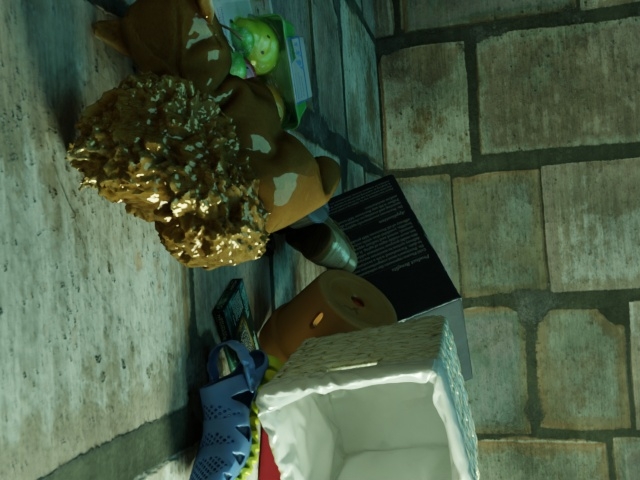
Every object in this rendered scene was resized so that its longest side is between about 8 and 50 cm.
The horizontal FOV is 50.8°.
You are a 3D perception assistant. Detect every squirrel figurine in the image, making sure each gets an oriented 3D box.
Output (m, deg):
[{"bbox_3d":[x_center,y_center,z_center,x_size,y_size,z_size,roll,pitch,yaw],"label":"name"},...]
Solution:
[{"bbox_3d":[-0.173,-0.169,0.962,0.397,0.280,0.371,-67,142,-63],"label":"squirrel figurine"}]

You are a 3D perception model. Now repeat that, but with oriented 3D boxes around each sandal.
[{"bbox_3d":[-0.169,0.299,1.183,0.138,0.126,0.317,52,30,-28],"label":"sandal"}]

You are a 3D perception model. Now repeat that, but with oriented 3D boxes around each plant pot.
[{"bbox_3d":[0.036,0.203,1.495,0.204,0.290,0.291,-57,-178,26],"label":"plant pot"}]

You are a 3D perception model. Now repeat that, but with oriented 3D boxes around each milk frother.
[{"bbox_3d":[-0.070,-0.040,1.580,0.129,0.134,0.143,9,72,-43],"label":"milk frother"}]

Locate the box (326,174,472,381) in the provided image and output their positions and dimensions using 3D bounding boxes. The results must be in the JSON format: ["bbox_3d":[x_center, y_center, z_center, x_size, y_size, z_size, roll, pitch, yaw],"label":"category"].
[{"bbox_3d":[0.200,0.160,1.960,0.480,0.297,0.472,68,1,-52],"label":"box"}]

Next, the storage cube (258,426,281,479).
[{"bbox_3d":[-0.023,0.523,1.518,0.215,0.183,0.193,55,34,-63],"label":"storage cube"}]

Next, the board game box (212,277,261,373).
[{"bbox_3d":[-0.166,0.187,1.367,0.126,0.026,0.186,-67,150,-61],"label":"board game box"}]

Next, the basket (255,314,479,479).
[{"bbox_3d":[0.106,0.339,1.233,0.266,0.328,0.332,-52,128,-68],"label":"basket"}]

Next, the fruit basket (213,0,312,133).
[{"bbox_3d":[-0.141,-0.314,1.334,0.353,0.165,0.327,-51,136,-64],"label":"fruit basket"}]

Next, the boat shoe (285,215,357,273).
[{"bbox_3d":[0.000,0.000,1.670,0.110,0.122,0.341,35,9,-22],"label":"boat shoe"}]
